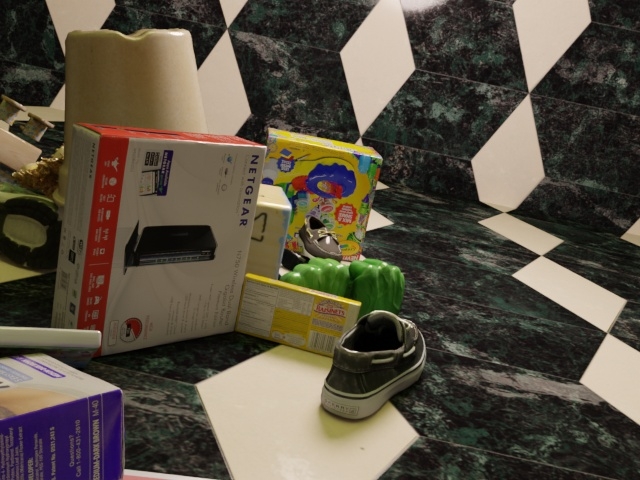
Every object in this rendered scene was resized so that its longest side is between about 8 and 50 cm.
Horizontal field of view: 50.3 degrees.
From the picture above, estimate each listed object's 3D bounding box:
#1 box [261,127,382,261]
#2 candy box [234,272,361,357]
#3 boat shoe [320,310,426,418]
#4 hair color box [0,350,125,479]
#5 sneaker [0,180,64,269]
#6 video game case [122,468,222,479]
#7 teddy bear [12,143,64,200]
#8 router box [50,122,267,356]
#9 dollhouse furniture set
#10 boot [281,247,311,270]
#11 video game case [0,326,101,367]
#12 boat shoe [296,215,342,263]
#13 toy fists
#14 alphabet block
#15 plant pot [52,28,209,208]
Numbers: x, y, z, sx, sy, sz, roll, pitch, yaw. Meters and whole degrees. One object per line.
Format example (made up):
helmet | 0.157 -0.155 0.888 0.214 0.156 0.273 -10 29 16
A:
box | -0.020 -0.121 1.771 0.289 0.279 0.177 9 15 -7
candy box | -0.041 0.132 1.181 0.205 0.105 0.027 14 11 7
boat shoe | 0.106 0.175 1.110 0.121 0.119 0.335 17 16 17
hair color box | -0.377 0.198 0.626 0.185 0.110 0.338 8 11 41
sneaker | -0.626 -0.053 1.376 0.410 0.158 0.182 24 8 16
video game case | -0.152 0.308 0.619 0.204 0.025 0.285 10 16 -9
teddy bear | -0.524 -0.114 1.539 0.245 0.113 0.338 -20 -19 -4
router box | -0.248 -0.004 1.069 0.082 0.336 0.301 24 20 40
dollhouse furniture set | -0.697 -0.188 1.637 0.161 0.212 0.242 26 -6 45
boot | -0.027 0.049 1.602 0.121 0.045 0.099 26 20 29
video game case | -0.395 0.136 0.854 0.212 0.023 0.193 5 -19 -23
boat shoe | 0.000 0.000 1.597 0.081 0.069 0.228 13 12 -22
toy fists | 0.043 0.100 1.287 0.279 0.142 0.096 2 18 -33
alphabet block | -0.185 -0.023 1.472 0.197 0.192 0.193 10 14 -13
plant pot | -0.344 -0.238 1.283 0.333 0.306 0.334 0 18 0
